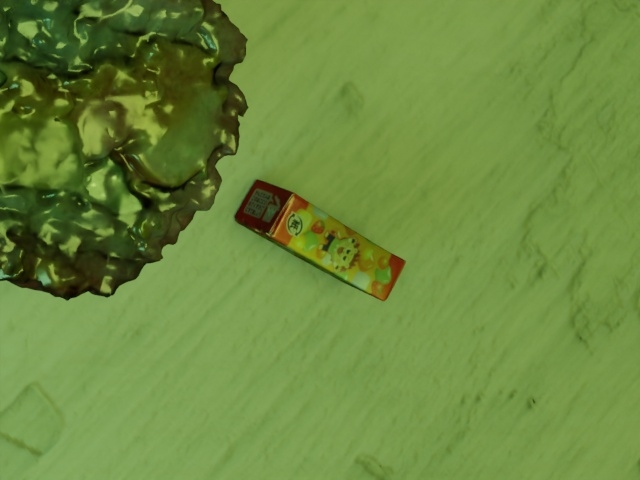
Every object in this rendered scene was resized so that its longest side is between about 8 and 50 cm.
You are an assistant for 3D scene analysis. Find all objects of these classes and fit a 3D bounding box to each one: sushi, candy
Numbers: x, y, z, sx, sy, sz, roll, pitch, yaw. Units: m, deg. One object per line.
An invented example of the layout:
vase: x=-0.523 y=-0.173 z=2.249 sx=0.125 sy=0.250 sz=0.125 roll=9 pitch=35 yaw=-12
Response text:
sushi: x=-0.187 y=-0.095 z=0.868 sx=0.270 sy=0.171 sz=0.236 roll=6 pitch=99 yaw=-34
candy: x=0.000 y=0.000 z=1.065 sx=0.122 sy=0.062 sz=0.038 roll=30 pitch=86 yaw=-32
